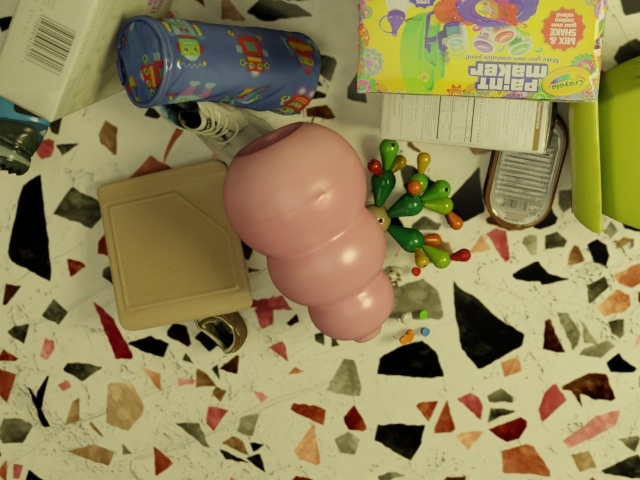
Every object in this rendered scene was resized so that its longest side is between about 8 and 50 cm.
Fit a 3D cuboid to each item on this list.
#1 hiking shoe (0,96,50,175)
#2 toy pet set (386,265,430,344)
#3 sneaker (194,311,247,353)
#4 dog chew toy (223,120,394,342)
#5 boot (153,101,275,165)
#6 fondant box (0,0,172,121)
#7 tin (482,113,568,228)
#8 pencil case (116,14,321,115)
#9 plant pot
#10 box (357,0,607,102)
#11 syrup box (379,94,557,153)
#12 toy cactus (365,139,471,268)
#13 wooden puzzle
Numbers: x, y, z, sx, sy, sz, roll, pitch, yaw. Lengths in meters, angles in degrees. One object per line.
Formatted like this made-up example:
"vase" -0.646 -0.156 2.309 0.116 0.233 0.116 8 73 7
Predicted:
"hiking shoe" -0.551 -0.223 1.500 0.304 0.113 0.132 32 80 3
"toy pet set" 0.103 0.104 1.536 0.114 0.065 0.122 -18 112 -23
"sneaker" -0.185 0.100 1.556 0.066 0.071 0.188 -37 100 18
"dog chew toy" 0.000 0.000 1.394 0.206 0.206 0.332 -23 107 15
"boot" -0.163 -0.170 1.434 0.258 0.123 0.095 39 109 -6
"fondant box" -0.294 -0.311 1.296 0.096 0.330 0.238 27 110 -1
"tin" 0.305 -0.107 1.437 0.106 0.040 0.189 10 109 0
"pencil case" -0.136 -0.236 1.330 0.133 0.306 0.119 -20 80 42
"plant pot" 0.443 -0.135 1.311 0.207 0.228 0.227 -2 111 16
"box" 0.205 -0.292 1.260 0.290 0.279 0.177 3 109 6
"syrup box" 0.210 -0.182 1.369 0.237 0.093 0.096 7 103 17
"toy cactus" 0.116 -0.038 1.461 0.180 0.112 0.219 -23 113 25
"wooden puzzle" -0.229 0.010 1.526 0.221 0.044 0.238 -12 90 12
